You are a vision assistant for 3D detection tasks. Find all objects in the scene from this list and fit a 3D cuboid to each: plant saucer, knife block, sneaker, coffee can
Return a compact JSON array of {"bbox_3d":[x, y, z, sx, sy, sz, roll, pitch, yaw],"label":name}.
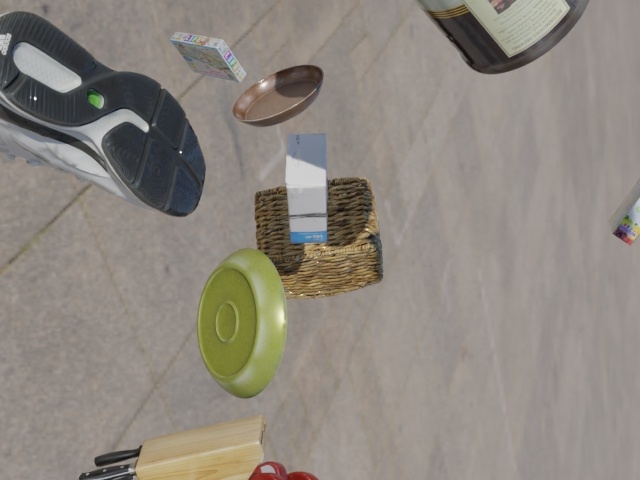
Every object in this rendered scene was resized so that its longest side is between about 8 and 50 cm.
[{"bbox_3d":[-0.068,-0.238,1.551,0.029,0.168,0.168,64,32,-31],"label":"plant saucer"},{"bbox_3d":[-0.250,0.368,1.525,0.275,0.242,0.088,-58,-168,19],"label":"knife block"},{"bbox_3d":[-0.376,-0.163,1.330,0.447,0.257,0.169,38,57,-50],"label":"sneaker"},{"bbox_3d":[-0.136,0.130,1.471,0.037,0.241,0.241,5,83,-36],"label":"plant saucer"},{"bbox_3d":[0.191,-0.378,1.183,0.275,0.201,0.201,40,49,-34],"label":"coffee can"}]

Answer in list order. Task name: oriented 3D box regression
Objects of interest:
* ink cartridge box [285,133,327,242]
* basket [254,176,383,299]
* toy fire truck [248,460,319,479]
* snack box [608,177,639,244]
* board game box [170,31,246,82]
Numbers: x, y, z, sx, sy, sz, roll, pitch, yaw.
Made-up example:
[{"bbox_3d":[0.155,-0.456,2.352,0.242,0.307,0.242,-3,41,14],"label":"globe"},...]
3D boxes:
[{"bbox_3d":[-0.026,-0.104,1.860,0.190,0.082,0.139,90,1,-56],"label":"ink cartridge box"},{"bbox_3d":[0.000,0.000,2.271,0.213,0.299,0.223,73,10,-56],"label":"basket"},{"bbox_3d":[-0.116,0.581,1.762,0.169,0.254,0.302,23,45,-60],"label":"toy fire truck"},{"bbox_3d":[0.496,-0.051,1.445,0.100,0.037,0.141,-58,173,15],"label":"snack box"},{"bbox_3d":[-0.241,-0.394,1.984,0.026,0.154,0.103,-55,139,-18],"label":"board game box"}]
